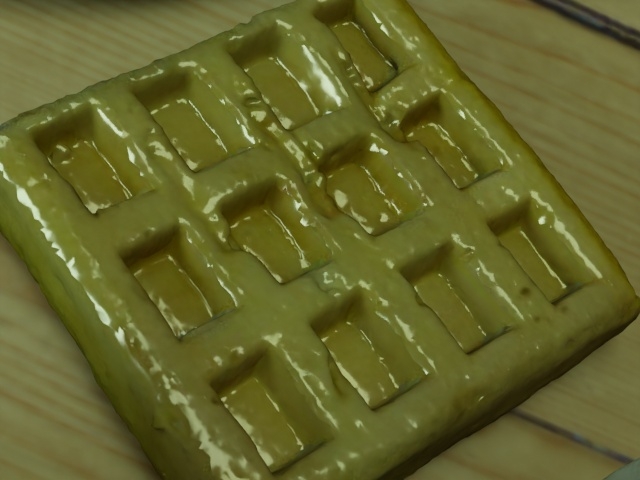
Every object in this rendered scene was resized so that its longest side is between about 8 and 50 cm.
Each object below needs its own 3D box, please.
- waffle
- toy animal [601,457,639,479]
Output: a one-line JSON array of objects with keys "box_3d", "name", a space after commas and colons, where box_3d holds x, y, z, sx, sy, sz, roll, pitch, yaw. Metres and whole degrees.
[{"box_3d": [0.000, 0.000, 0.640, 0.247, 0.055, 0.221, -29, 72, -29], "name": "waffle"}, {"box_3d": [0.124, 0.199, 0.496, 0.156, 0.204, 0.208, 44, 77, -8], "name": "toy animal"}]
